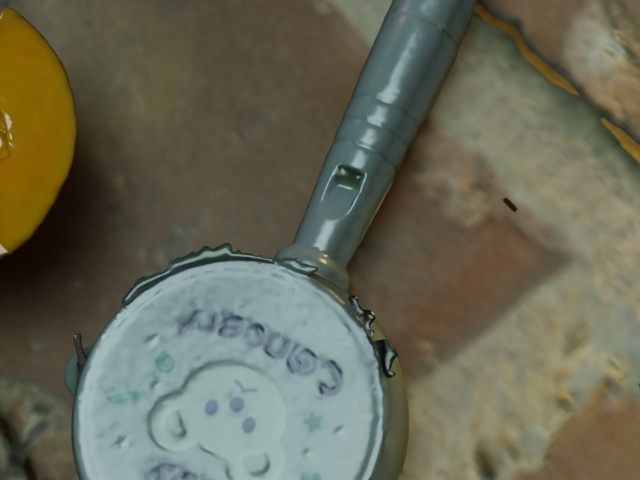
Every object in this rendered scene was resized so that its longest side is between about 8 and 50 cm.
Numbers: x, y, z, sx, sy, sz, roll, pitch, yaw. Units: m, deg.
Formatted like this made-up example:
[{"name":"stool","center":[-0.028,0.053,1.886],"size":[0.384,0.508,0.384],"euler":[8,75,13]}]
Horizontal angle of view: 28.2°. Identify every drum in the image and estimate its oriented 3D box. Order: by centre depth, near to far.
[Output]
[{"name":"drum","center":[0.016,0.012,0.452],"size":[0.130,0.049,0.253],"euler":[37,81,16]}]

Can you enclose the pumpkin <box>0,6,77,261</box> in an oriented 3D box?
[{"name":"pumpkin","center":[-0.188,-0.044,0.458],"size":[0.183,0.107,0.119],"euler":[27,69,-15]}]
